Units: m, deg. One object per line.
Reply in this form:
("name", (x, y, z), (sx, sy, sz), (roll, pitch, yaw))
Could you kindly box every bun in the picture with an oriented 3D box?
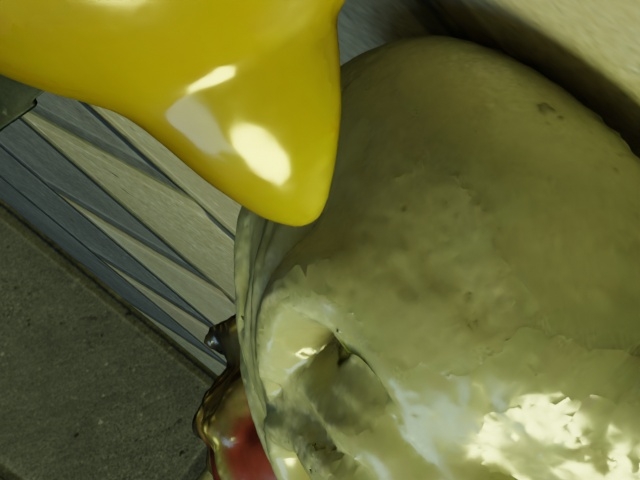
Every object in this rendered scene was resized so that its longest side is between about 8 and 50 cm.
("bun", (0.047, 0.046, 0.636), (0.231, 0.133, 0.231), (50, 167, 15))

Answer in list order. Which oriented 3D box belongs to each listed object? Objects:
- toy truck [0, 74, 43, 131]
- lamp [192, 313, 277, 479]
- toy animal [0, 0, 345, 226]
("toy truck", (-0.201, -0.132, 0.839), (0.165, 0.147, 0.224), (59, -175, 38))
("lamp", (0.059, 0.129, 0.860), (0.274, 0.177, 0.177), (61, 172, 1))
("toy animal", (-0.078, -0.106, 0.400), (0.230, 0.156, 0.156), (34, 173, 43))
